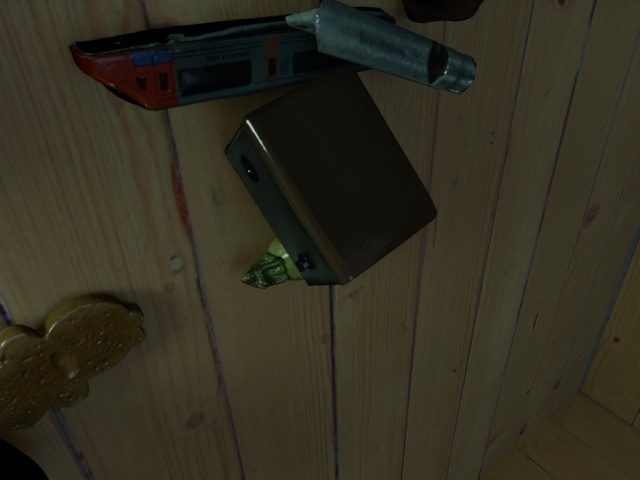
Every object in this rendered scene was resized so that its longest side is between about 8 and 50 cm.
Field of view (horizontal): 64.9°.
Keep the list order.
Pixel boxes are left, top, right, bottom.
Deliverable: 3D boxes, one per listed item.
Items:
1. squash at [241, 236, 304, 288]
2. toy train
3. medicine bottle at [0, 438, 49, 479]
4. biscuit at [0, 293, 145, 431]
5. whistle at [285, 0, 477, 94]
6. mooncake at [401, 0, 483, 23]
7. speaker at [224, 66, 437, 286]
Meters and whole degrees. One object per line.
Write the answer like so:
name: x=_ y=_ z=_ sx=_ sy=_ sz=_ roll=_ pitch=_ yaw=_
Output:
squash: x=-0.005 y=-0.007 z=0.833 sx=0.287 sy=0.137 sz=0.137 roll=-24 pitch=131 yaw=-10
toy train: x=-0.083 y=-0.226 z=0.622 sx=0.409 sy=0.086 sz=0.089 roll=-22 pitch=130 yaw=-30
medicine bottle: x=-0.509 y=0.419 z=0.560 sx=0.395 sy=0.242 sz=0.242 roll=-40 pitch=136 yaw=-1
biscuit: x=-0.345 y=0.152 z=0.671 sx=0.225 sy=0.036 sz=0.166 roll=-40 pitch=136 yaw=-19
whistle: x=0.094 y=-0.248 z=0.654 sx=0.312 sy=0.062 sz=0.062 roll=-1 pitch=116 yaw=-41
mooncake: x=0.135 y=-0.425 z=0.628 sx=0.334 sy=0.174 sz=0.326 roll=-51 pitch=139 yaw=-5
speaker: x=0.007 y=-0.079 z=0.675 sx=0.192 sy=0.153 sz=0.231 roll=-34 pitch=96 yaw=-19
